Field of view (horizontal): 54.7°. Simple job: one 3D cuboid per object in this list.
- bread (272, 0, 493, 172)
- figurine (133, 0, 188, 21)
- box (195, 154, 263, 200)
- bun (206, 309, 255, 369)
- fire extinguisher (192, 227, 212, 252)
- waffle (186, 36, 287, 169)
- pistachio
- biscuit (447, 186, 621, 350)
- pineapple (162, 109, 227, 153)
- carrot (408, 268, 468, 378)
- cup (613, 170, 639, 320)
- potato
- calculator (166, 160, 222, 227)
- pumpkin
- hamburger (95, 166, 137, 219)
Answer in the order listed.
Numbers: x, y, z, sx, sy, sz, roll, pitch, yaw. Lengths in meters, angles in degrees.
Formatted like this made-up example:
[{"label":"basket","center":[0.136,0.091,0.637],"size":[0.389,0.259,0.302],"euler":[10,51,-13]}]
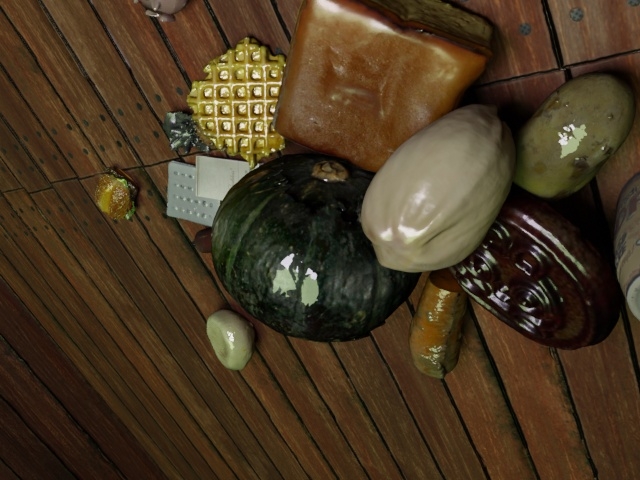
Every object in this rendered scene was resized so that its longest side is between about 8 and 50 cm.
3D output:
[{"label":"bread","center":[0.101,-0.290,1.115],"size":[0.323,0.143,0.333],"euler":[20,139,-1]},{"label":"figurine","center":[-0.328,-0.523,1.264],"size":[0.125,0.125,0.138],"euler":[18,122,21]},{"label":"box","center":[-0.233,-0.155,1.571],"size":[0.198,0.029,0.109],"euler":[10,106,26]},{"label":"bun","center":[-0.278,0.313,2.000],"size":[0.222,0.127,0.222],"euler":[45,147,40]},{"label":"fire extinguisher","center":[-0.278,-0.004,1.747],"size":[0.267,0.072,0.089],"euler":[-12,156,41]},{"label":"waffle","center":[-0.155,-0.295,1.334],"size":[0.254,0.052,0.245],"euler":[-41,99,15]},{"label":"pistachio","center":[0.205,-0.089,1.032],"size":[0.208,0.332,0.226],"euler":[37,180,-2]},{"label":"biscuit","center":[0.374,0.056,1.194],"size":[0.407,0.091,0.407],"euler":[45,164,16]},{"label":"pineapple","center":[-0.288,-0.268,1.489],"size":[0.237,0.119,0.111],"euler":[-2,170,41]},{"label":"carrot","center":[0.283,0.204,1.498],"size":[0.138,0.139,0.302],"euler":[17,127,22]},{"label":"cup","center":[0.621,0.012,0.986],"size":[0.227,0.257,0.301],"euler":[46,137,-13]},{"label":"potato","center":[0.411,-0.168,1.040],"size":[0.165,0.165,0.262],"euler":[31,145,8]},{"label":"calculator","center":[-0.299,-0.114,1.646],"size":[0.261,0.021,0.161],"euler":[14,107,24]},{"label":"pumpkin","center":[0.000,0.000,1.273],"size":[0.454,0.454,0.344],"euler":[26,119,13]},{"label":"hamburger","center":[-0.609,-0.133,1.843],"size":[0.137,0.087,0.166],"euler":[37,139,0]}]
